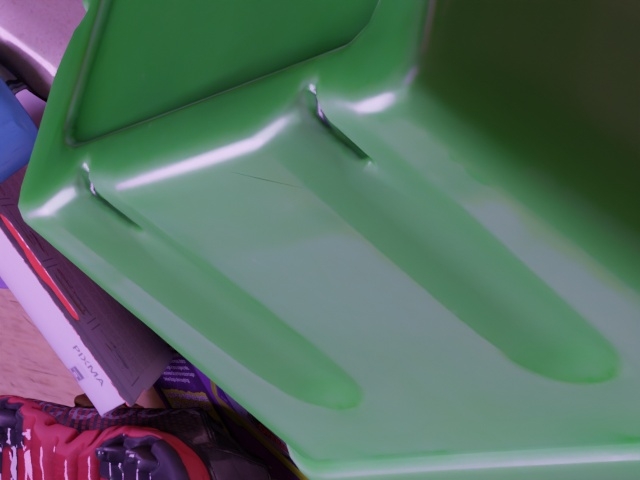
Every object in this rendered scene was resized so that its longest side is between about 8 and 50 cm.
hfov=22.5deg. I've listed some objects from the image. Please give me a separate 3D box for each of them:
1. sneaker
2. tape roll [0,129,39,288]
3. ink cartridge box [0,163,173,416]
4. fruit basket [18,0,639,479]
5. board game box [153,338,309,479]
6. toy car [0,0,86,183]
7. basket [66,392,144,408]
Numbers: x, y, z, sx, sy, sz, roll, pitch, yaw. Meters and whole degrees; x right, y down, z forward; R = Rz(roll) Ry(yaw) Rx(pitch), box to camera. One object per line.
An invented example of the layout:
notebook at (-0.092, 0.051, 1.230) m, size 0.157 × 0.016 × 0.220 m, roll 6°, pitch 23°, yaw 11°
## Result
sneaker at (-0.138, 0.157, 1.078) m, size 0.276 × 0.135 × 0.098 m, roll 3°, pitch 91°, yaw 46°
tape roll at (-0.243, -0.064, 1.183) m, size 0.189 × 0.080 × 0.189 m, roll 31°, pitch 140°, yaw 31°
ink cartridge box at (-0.173, 0.023, 0.973) m, size 0.189 × 0.066 × 0.232 m, roll 54°, pitch -174°, yaw -2°
fruit basket at (0.140, -0.082, 0.510) m, size 0.283 × 0.392 × 0.392 m, roll -13°, pitch 109°, yaw 49°
board game box at (-0.043, 0.080, 1.034) m, size 0.208 × 0.056 × 0.347 m, roll 57°, pitch 159°, yaw -12°
toy car at (-0.148, -0.136, 0.920) m, size 0.210 × 0.219 × 0.238 m, roll 48°, pitch 168°, yaw 9°
basket at (-0.154, 0.301, 1.224) m, size 0.213 × 0.223 × 0.299 m, roll 32°, pitch 150°, yaw 40°
